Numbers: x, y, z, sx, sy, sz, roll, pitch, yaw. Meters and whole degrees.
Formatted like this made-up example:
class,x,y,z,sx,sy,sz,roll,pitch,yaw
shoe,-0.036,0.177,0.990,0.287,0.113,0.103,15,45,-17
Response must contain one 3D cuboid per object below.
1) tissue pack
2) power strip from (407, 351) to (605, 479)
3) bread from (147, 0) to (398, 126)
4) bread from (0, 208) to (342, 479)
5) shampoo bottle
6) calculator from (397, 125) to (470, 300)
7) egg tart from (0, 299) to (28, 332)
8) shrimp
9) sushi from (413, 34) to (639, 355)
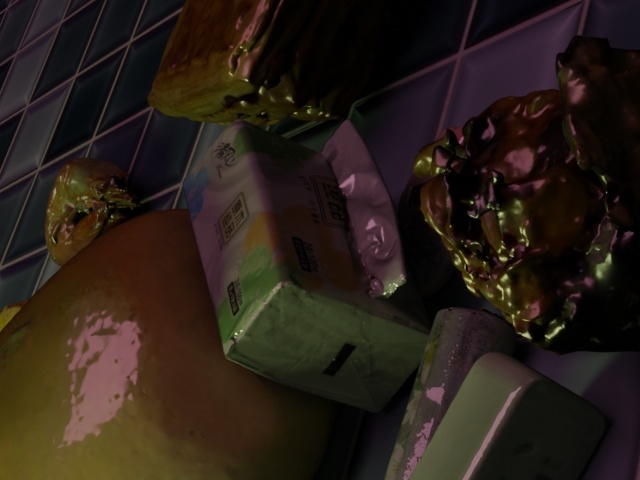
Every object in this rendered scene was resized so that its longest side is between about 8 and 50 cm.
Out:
class,x,y,z,sx,sy,sz,roll,pitch,yaw
tissue pack,0.000,0.000,1.322,0.145,0.159,0.229,-53,32,25
power strip,0.060,0.260,1.076,0.385,0.091,0.062,-60,32,-1
bread,-0.036,-0.228,1.652,0.277,0.167,0.324,-65,18,-10
bread,-0.182,0.172,1.405,0.376,0.253,0.348,-48,32,24
shampoo bottle,0.085,0.154,1.168,0.072,0.072,0.214,-14,51,55
calculator,0.100,-0.024,1.371,0.103,0.024,0.166,-16,52,55
egg tart,-0.363,0.210,1.820,0.294,0.123,0.294,-44,27,29
shrimp,-0.289,-0.038,2.011,0.267,0.061,0.145,-2,70,55
sushi,0.173,-0.022,1.054,0.204,0.200,0.213,-40,33,40
